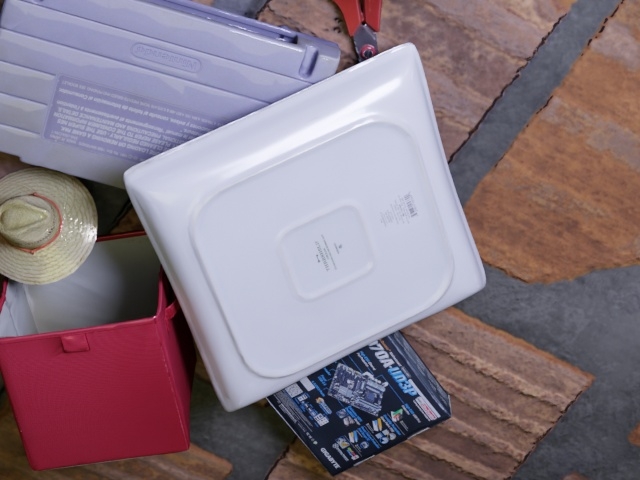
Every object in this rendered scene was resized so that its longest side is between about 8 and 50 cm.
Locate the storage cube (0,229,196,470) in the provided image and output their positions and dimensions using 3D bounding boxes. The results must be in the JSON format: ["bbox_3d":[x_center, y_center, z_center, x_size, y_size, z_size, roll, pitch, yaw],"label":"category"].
[{"bbox_3d":[-0.250,0.124,1.892,0.215,0.183,0.193,-8,123,3],"label":"storage cube"}]

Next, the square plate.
[{"bbox_3d":[0.000,0.000,1.821,0.344,0.049,0.347,-25,124,-7],"label":"square plate"}]

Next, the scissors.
[{"bbox_3d":[0.038,-0.220,1.781,0.109,0.021,0.297,0,124,-4],"label":"scissors"}]

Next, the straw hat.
[{"bbox_3d":[-0.323,-0.021,1.827,0.144,0.061,0.144,-1,80,8],"label":"straw hat"}]

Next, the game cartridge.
[{"bbox_3d":[-0.181,-0.157,1.791,0.355,0.068,0.230,15,125,-11],"label":"game cartridge"}]

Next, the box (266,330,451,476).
[{"bbox_3d":[0.029,0.167,2.005,0.175,0.051,0.220,-29,119,16],"label":"box"}]
